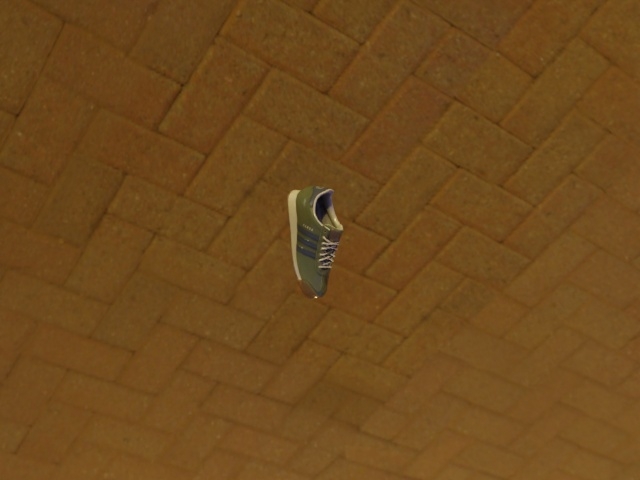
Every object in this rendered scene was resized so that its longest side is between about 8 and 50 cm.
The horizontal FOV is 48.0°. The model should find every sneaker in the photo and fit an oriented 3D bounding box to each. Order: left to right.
[{"bbox_3d":[0.000,0.000,1.204,0.086,0.192,0.064,-13,173,35],"label":"sneaker"}]
